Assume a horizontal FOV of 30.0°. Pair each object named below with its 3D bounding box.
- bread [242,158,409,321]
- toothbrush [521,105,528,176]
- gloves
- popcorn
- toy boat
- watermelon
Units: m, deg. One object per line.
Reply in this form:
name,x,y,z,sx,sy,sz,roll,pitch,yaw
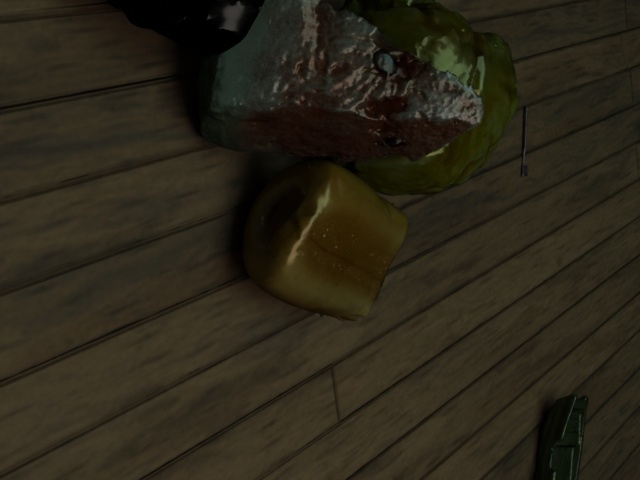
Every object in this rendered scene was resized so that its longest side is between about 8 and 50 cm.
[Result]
bread,-0.001,-0.001,1.104,0.173,0.085,0.134,33,83,-53
toothbrush,0.277,-0.134,1.610,0.006,0.008,0.097,17,74,-70
gloves,-0.133,-0.231,0.876,0.203,0.164,0.124,23,53,-29
popcorn,0.084,-0.141,1.153,0.204,0.184,0.221,-49,136,5
toy boat,0.330,0.358,1.648,0.093,0.055,0.293,18,74,-57
watermelon,0.018,-0.131,1.010,0.094,0.241,0.154,-139,-116,-78
